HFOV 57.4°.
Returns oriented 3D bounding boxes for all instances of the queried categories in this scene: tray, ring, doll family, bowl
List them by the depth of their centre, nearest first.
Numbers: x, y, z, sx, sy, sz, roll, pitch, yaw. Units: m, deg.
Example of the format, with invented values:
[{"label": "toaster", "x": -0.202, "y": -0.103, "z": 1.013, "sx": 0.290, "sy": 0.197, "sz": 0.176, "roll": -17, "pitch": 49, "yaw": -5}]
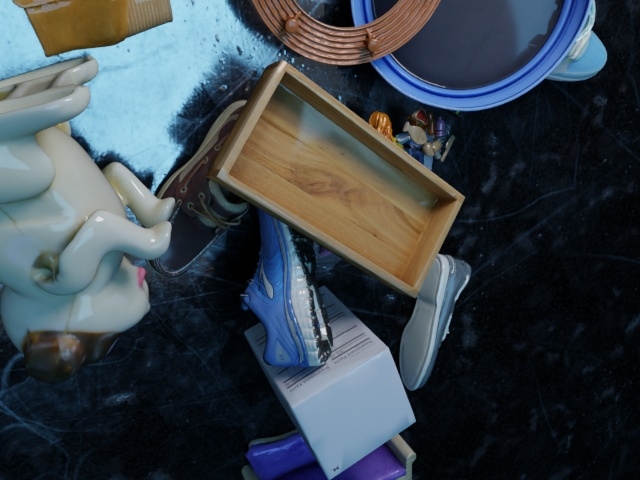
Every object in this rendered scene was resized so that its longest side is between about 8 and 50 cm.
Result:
[{"label": "ring", "x": 0.048, "y": -0.432, "z": 0.879, "sx": 0.336, "sy": 0.032, "sz": 0.337, "roll": -7, "pitch": 122, "yaw": -11}, {"label": "tray", "x": 0.040, "y": -0.088, "z": 0.968, "sx": 0.410, "sy": 0.076, "sz": 0.203, "roll": 31, "pitch": 82, "yaw": -25}, {"label": "bowl", "x": 0.246, "y": -0.419, "z": 0.979, "sx": 0.390, "sy": 0.077, "sz": 0.392, "roll": 3, "pitch": 109, "yaw": 9}, {"label": "doll family", "x": 0.147, "y": -0.165, "z": 1.110, "sx": 0.262, "sy": 0.118, "sz": 0.163, "roll": 0, "pitch": 109, "yaw": -26}]

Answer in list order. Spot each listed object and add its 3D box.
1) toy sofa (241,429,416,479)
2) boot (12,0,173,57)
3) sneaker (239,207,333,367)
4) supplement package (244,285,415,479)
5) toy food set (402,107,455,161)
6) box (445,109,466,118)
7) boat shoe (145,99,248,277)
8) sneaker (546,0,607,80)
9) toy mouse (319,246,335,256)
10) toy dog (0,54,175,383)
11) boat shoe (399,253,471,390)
[{"label": "toy sofa", "x": 0.020, "y": 0.506, "z": 1.294, "sx": 0.362, "sy": 0.150, "sz": 0.177, "roll": -13, "pitch": 116, "yaw": -21}, {"label": "boot", "x": -0.335, "y": -0.411, "z": 0.788, "sx": 0.211, "sy": 0.104, "sz": 0.295, "roll": -20, "pitch": 121, "yaw": -18}, {"label": "sneaker", "x": -0.085, "y": 0.064, "z": 1.027, "sx": 0.147, "sy": 0.330, "sz": 0.130, "roll": -15, "pitch": 165, "yaw": 14}, {"label": "supplement package", "x": 0.012, "y": 0.261, "z": 1.126, "sx": 0.198, "sy": 0.262, "sz": 0.199, "roll": -29, "pitch": 120, "yaw": -13}, {"label": "toy food set", "x": 0.197, "y": -0.200, "z": 1.070, "sx": 0.122, "sy": 0.019, "sz": 0.078, "roll": 35, "pitch": 79, "yaw": -38}, {"label": "box", "x": 0.277, "y": -0.340, "z": 1.158, "sx": 0.116, "sy": 0.029, "sz": 0.162, "roll": 22, "pitch": 98, "yaw": -31}, {"label": "boat shoe", "x": -0.180, "y": -0.077, "z": 0.982, "sx": 0.123, "sy": 0.123, "sz": 0.342, "roll": 34, "pitch": 92, "yaw": -32}, {"label": "sneaker", "x": 0.472, "y": -0.390, "z": 1.113, "sx": 0.318, "sy": 0.208, "sz": 0.127, "roll": 16, "pitch": 100, "yaw": -23}, {"label": "toy mouse", "x": 0.000, "y": 0.000, "z": 1.154, "sx": 0.160, "sy": 0.031, "sz": 0.143, "roll": 20, "pitch": 100, "yaw": -31}, {"label": "toy dog", "x": -0.394, "y": 0.003, "z": 0.822, "sx": 0.395, "sy": 0.284, "sz": 0.408, "roll": -24, "pitch": 120, "yaw": -15}, {"label": "boat shoe", "x": 0.260, "y": 0.188, "z": 1.307, "sx": 0.098, "sy": 0.116, "sz": 0.320, "roll": 7, "pitch": 101, "yaw": -24}]
